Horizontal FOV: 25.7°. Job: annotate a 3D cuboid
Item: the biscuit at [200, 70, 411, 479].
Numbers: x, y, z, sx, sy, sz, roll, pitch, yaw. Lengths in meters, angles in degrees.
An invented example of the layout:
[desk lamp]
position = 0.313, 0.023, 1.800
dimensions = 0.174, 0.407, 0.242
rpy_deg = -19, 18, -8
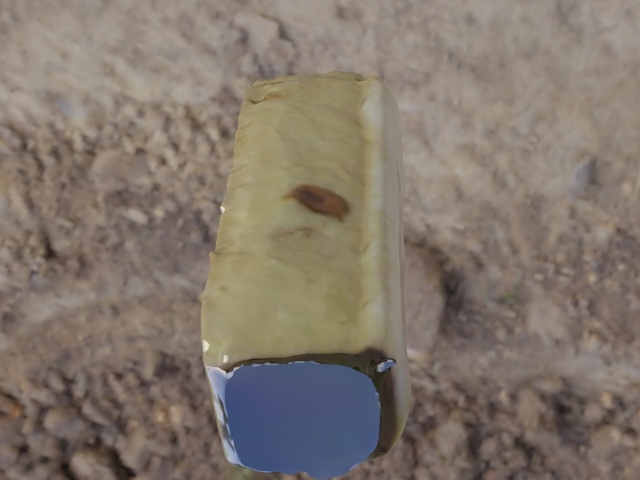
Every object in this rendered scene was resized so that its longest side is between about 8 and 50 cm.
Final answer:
[biscuit]
position = 0.000, 0.000, 0.442
dimensions = 0.056, 0.188, 0.052
rpy_deg = -8, 120, 6
